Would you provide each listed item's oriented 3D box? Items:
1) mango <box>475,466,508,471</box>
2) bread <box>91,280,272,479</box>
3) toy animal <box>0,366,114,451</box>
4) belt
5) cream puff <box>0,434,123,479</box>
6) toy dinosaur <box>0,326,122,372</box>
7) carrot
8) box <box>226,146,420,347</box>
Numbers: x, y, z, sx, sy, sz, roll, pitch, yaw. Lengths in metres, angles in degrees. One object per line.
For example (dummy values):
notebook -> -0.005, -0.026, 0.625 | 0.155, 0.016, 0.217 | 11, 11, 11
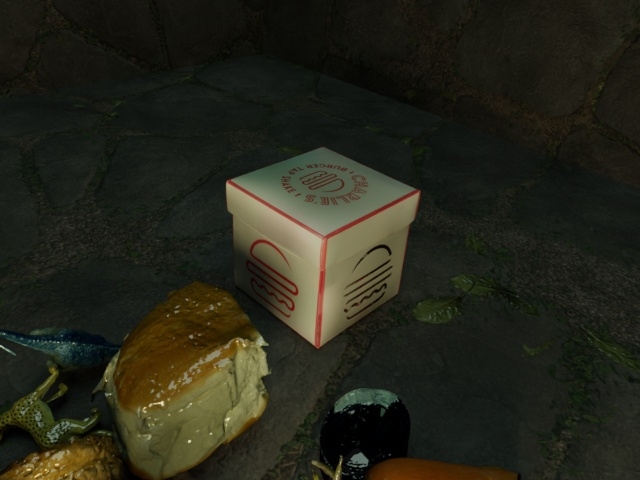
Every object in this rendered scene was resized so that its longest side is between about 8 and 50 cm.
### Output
mango -> 0.275, 0.409, 0.884 | 0.114, 0.057, 0.079 | -7, 30, -32
bread -> -0.240, 0.239, 0.921 | 0.279, 0.225, 0.250 | -27, 38, -25
toy animal -> -0.464, 0.320, 0.921 | 0.181, 0.073, 0.136 | 33, 49, 18
belt -> 0.077, 0.344, 0.934 | 0.151, 0.078, 0.198 | 17, 37, 24
cream puff -> -0.363, 0.390, 0.759 | 0.183, 0.183, 0.169 | -14, 63, -27
toy dinosaur -> -0.463, 0.200, 1.008 | 0.147, 0.362, 0.077 | -16, 66, 32
carrot -> 0.141, 0.406, 0.737 | 0.330, 0.193, 0.214 | 6, -8, 5
box -> 0.000, 0.000, 1.243 | 0.312, 0.300, 0.314 | 31, 42, 34
